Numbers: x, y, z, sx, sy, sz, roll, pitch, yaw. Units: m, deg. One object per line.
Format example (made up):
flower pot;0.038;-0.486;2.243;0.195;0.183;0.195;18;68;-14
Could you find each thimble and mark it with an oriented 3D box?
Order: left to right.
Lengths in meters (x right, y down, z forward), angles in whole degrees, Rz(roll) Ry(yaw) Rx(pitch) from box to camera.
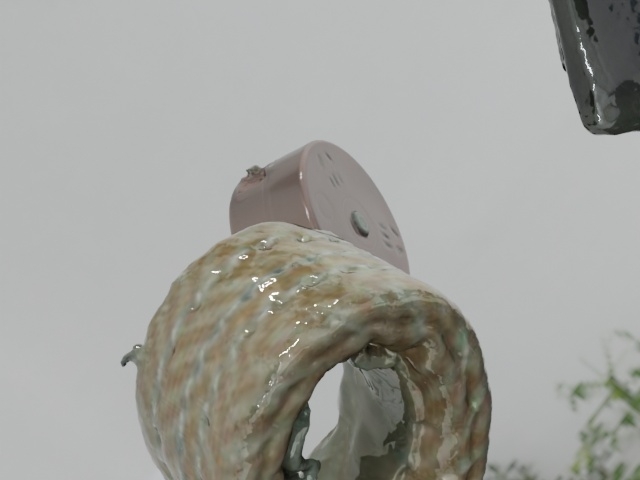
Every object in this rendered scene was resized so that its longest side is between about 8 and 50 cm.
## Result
thimble;-0.002;0.108;0.993;0.196;0.229;0.148;-38;38;-15

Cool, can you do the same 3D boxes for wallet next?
wallet;0.190;-0.187;0.937;0.168;0.245;0.052;-12;-5;-30

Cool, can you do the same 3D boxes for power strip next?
power strip;0.000;0.000;1.238;0.078;0.154;0.154;-26;15;25
